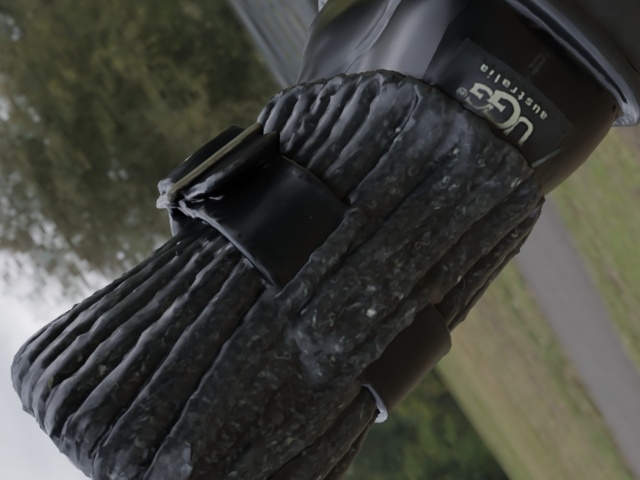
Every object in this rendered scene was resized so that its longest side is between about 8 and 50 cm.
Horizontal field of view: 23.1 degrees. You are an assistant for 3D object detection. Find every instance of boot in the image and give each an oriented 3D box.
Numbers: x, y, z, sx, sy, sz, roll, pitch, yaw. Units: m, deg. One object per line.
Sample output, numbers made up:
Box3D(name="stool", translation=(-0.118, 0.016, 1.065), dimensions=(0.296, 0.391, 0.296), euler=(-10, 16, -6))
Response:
Box3D(name="boot", translation=(-0.003, -0.003, 0.653), dimensions=(0.131, 0.260, 0.348), euler=(38, 177, -3))
